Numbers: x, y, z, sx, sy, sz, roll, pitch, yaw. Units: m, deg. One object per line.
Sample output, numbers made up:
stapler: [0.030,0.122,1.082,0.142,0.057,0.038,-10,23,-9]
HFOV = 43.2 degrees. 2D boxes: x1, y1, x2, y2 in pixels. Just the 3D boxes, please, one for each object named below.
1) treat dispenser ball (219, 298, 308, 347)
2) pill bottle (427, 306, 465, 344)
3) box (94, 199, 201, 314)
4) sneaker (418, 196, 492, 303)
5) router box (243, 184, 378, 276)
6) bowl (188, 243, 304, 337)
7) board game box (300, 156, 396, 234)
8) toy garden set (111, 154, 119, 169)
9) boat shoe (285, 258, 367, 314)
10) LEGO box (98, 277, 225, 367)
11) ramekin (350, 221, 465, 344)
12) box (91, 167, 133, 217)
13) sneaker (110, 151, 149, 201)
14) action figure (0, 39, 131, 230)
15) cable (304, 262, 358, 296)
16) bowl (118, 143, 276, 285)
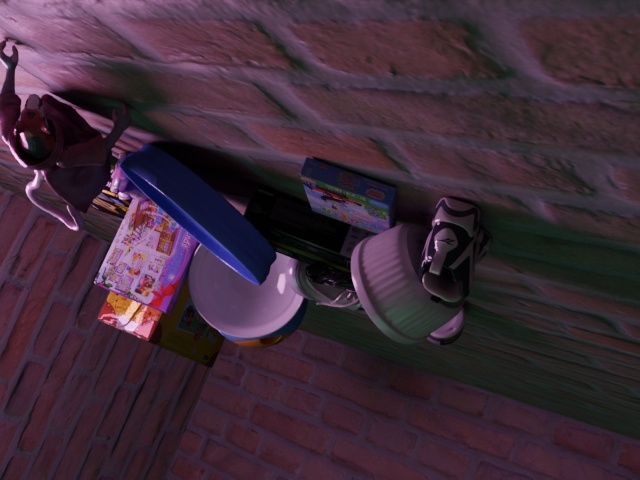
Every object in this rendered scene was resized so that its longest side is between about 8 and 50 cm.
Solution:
treat dispenser ball: [-0.179,0.161,2.289,0.288,0.288,0.288,21,168,5]
pill bottle: [0.306,0.206,2.033,0.108,0.108,0.193,20,169,12]
box: [-0.414,0.015,2.037,0.201,0.293,0.057,21,169,7]
sneaker: [0.215,0.039,1.330,0.094,0.153,0.235,20,169,14]
router box: [0.000,0.000,1.733,0.309,0.081,0.243,21,168,5]
bowl: [-0.179,0.093,2.071,0.298,0.298,0.134,22,-174,0]
board game box: [0.054,-0.071,1.418,0.160,0.039,0.211,20,169,10]
toy garden set: [-0.537,-0.228,1.776,0.204,0.049,0.244,32,172,-17]
boat shoe: [0.081,0.122,2.010,0.156,0.136,0.367,11,167,44]
LEGO box: [-0.444,0.170,2.607,0.193,0.372,0.500,18,167,20]
ramekin: [0.160,0.067,1.405,0.207,0.207,0.109,30,132,-35]
box: [-0.576,-0.133,2.214,0.257,0.079,0.322,17,167,17]
sneaker: [-0.425,-0.139,1.892,0.104,0.095,0.236,16,174,-3]
action figure: [-0.507,-0.176,1.465,0.248,0.276,0.370,29,-178,-5]
cable: [0.058,0.096,1.739,0.150,0.047,0.184,29,166,-32]
bowl: [-0.252,-0.057,1.709,0.391,0.077,0.391,39,170,8]
